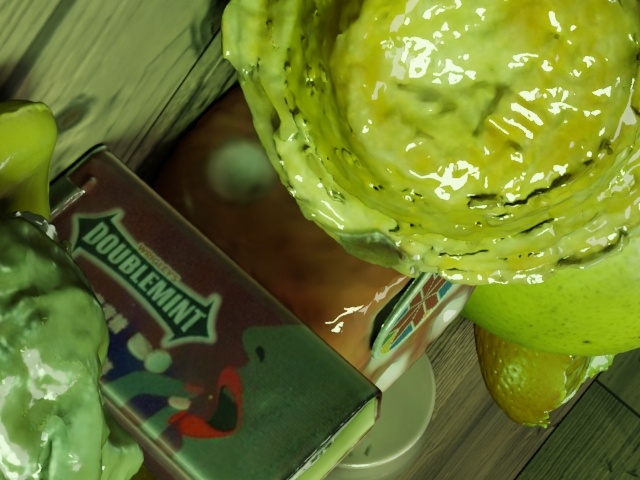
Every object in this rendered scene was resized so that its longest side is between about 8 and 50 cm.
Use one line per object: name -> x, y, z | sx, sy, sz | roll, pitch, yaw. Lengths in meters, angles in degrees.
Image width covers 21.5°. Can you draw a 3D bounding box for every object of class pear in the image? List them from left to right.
pear -> 0.184, -0.054, 1.247 | 0.294, 0.294, 0.294 | -43, 162, -18

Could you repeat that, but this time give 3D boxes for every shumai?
shumai -> -0.187, 0.128, 0.803 | 0.256, 0.218, 0.189 | -45, 164, 30

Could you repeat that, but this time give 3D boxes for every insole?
insole -> 0.094, -0.002, 1.041 | 0.193, 0.006, 0.065 | -48, 160, -11

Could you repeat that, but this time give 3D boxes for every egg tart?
egg tart -> 0.088, -0.103, 0.926 | 0.295, 0.295, 0.116 | -54, -172, 14

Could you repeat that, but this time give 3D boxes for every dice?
dice -> 0.000, 0.000, 1.099 | 0.174, 0.179, 0.175 | -42, 163, -23

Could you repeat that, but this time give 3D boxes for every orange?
orange -> 0.297, 0.045, 1.880 | 0.334, 0.196, 0.262 | -39, 176, -17

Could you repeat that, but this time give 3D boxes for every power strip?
power strip -> 0.028, 0.140, 1.496 | 0.154, 0.154, 0.078 | -43, 162, -19

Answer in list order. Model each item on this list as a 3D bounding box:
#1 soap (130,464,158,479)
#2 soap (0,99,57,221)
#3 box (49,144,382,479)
soap -> -0.112, 0.220, 1.260 | 0.091, 0.199, 0.315 | -62, 158, 16
soap -> -0.174, -0.019, 0.855 | 0.089, 0.045, 0.140 | -33, 160, -29
box -> -0.084, 0.058, 0.938 | 0.120, 0.224, 0.069 | -44, 161, -20
